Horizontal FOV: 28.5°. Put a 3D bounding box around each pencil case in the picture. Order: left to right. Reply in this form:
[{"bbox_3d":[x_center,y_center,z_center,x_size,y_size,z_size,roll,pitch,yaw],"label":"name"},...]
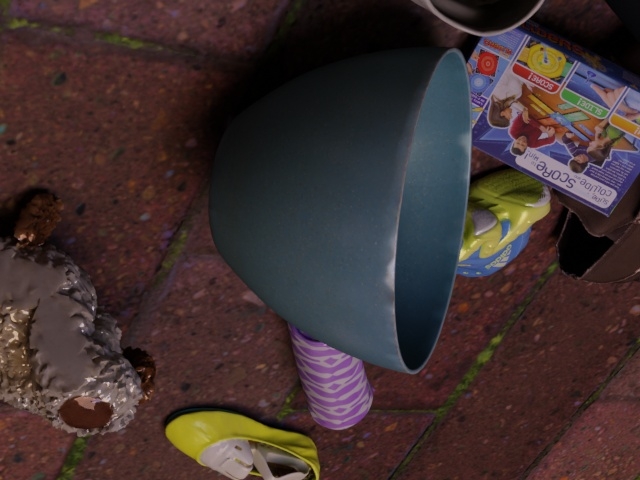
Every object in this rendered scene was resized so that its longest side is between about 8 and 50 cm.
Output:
[{"bbox_3d":[0.014,0.135,1.459,0.088,0.086,0.206,-41,149,-24],"label":"pencil case"}]

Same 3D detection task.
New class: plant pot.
[{"bbox_3d":[0.013,-0.037,1.143,0.195,0.290,0.290,7,144,17],"label":"plant pot"}]

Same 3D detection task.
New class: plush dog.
[{"bbox_3d":[-0.277,0.093,1.216,0.262,0.211,0.225,8,154,4],"label":"plush dog"}]

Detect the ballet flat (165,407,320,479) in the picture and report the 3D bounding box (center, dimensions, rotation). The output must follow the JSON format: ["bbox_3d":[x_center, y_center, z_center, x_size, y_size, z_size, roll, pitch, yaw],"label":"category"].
[{"bbox_3d":[-0.086,0.262,1.549,0.231,0.077,0.077,21,124,-41],"label":"ballet flat"}]

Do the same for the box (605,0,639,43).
[{"bbox_3d":[0.375,-0.328,0.949,0.395,0.294,0.212,-31,140,8],"label":"box"}]

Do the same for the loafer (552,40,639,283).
[{"bbox_3d":[0.321,-0.060,1.348,0.130,0.134,0.366,-18,141,-8],"label":"loafer"}]

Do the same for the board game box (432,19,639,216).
[{"bbox_3d":[0.226,-0.124,1.219,0.201,0.035,0.136,28,127,-2],"label":"board game box"}]

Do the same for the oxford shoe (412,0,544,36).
[{"bbox_3d":[0.037,-0.287,0.955,0.449,0.130,0.169,24,123,-41],"label":"oxford shoe"}]

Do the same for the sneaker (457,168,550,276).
[{"bbox_3d":[0.139,0.009,1.367,0.240,0.091,0.126,-16,142,-13],"label":"sneaker"}]
